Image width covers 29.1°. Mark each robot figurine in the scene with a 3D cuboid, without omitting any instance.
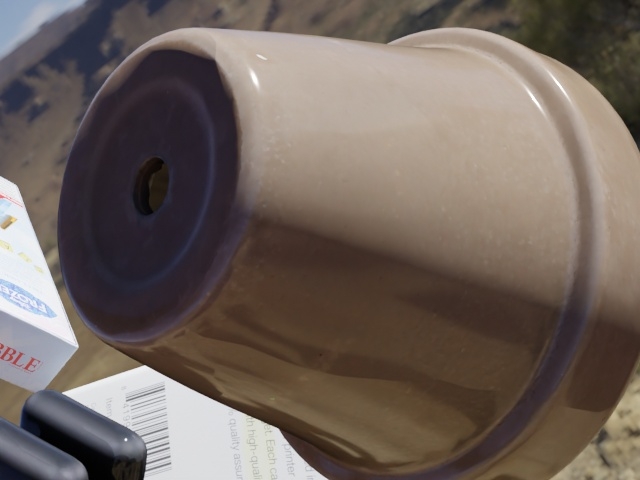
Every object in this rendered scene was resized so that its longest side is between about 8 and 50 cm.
[{"bbox_3d":[-0.194,0.246,0.821,0.173,0.209,0.278,-133,53,-61],"label":"robot figurine"}]

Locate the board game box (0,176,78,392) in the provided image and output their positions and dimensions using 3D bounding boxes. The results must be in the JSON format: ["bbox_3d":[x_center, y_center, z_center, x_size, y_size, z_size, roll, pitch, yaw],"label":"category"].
[{"bbox_3d":[-0.399,-0.026,1.133,0.066,0.319,0.318,-51,36,11],"label":"board game box"}]

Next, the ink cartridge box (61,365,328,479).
[{"bbox_3d":[-0.037,0.233,1.061,0.385,0.160,0.279,-19,58,15],"label":"ink cartridge box"}]

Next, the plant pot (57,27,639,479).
[{"bbox_3d":[0.000,0.000,0.626,0.229,0.263,0.263,14,-32,-43],"label":"plant pot"}]
